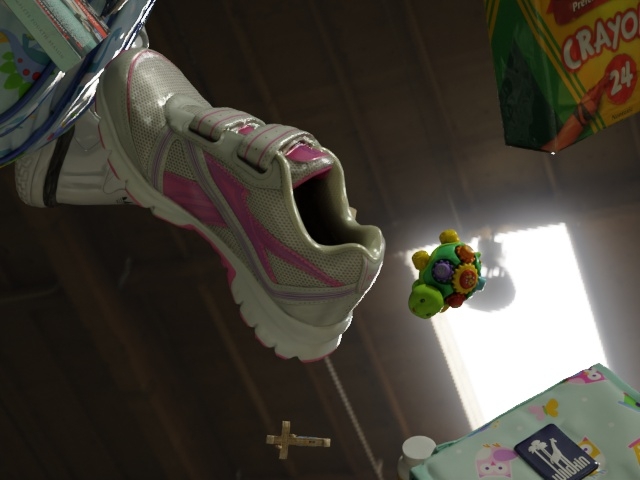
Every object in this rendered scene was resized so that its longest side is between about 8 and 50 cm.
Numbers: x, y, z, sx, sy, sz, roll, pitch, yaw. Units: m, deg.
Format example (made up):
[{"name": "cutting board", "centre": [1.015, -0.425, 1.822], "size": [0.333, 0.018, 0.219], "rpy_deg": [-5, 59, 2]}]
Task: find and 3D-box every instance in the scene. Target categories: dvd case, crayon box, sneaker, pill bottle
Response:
[{"name": "dvd case", "centre": [-0.137, -0.125, 0.511], "size": [0.013, 0.119, 0.087], "rpy_deg": [-36, -73, 5]}, {"name": "crayon box", "centre": [0.254, -0.270, 1.062], "size": [0.081, 0.202, 0.319], "rpy_deg": [20, -50, 54]}, {"name": "sneaker", "centre": [-0.046, -0.045, 0.734], "size": [0.252, 0.103, 0.111], "rpy_deg": [47, -57, 2]}, {"name": "sneaker", "centre": [-0.221, -0.199, 1.282], "size": [0.210, 0.366, 0.137], "rpy_deg": [12, -13, -3]}, {"name": "pill bottle", "centre": [0.140, 0.332, 1.499], "size": [0.065, 0.065, 0.116], "rpy_deg": [3, -57, 15]}]

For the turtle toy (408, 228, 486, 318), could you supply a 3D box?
[{"name": "turtle toy", "centre": [0.161, 0.053, 1.381], "size": [0.066, 0.130, 0.095], "rpy_deg": [20, -40, 58]}]

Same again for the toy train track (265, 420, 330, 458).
[{"name": "toy train track", "centre": [-0.028, 0.257, 1.373], "size": [0.083, 0.014, 0.048], "rpy_deg": [6, -93, -14]}]

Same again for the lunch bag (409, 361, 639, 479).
[{"name": "lunch bag", "centre": [0.225, 0.256, 0.912], "size": [0.262, 0.223, 0.160], "rpy_deg": [59, -19, 12]}]

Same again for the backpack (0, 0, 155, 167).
[{"name": "backpack", "centre": [-0.246, -0.225, 0.789], "size": [0.290, 0.273, 0.356], "rpy_deg": [25, -70, -13]}]

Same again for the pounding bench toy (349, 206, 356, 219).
[{"name": "pounding bench toy", "centre": [0.000, 0.000, 1.116], "size": [0.052, 0.083, 0.065], "rpy_deg": [23, -53, -8]}]
